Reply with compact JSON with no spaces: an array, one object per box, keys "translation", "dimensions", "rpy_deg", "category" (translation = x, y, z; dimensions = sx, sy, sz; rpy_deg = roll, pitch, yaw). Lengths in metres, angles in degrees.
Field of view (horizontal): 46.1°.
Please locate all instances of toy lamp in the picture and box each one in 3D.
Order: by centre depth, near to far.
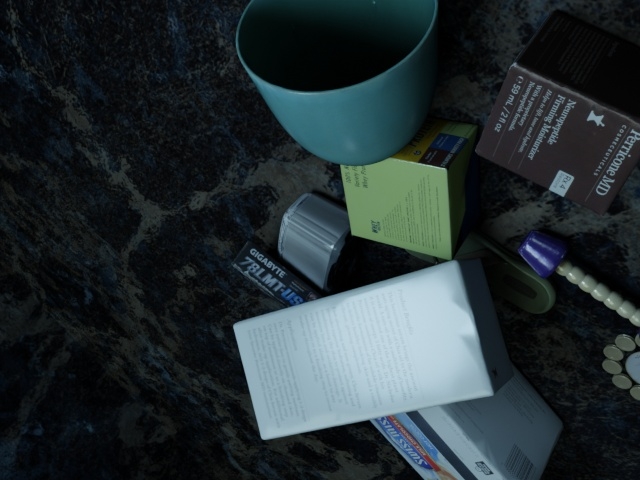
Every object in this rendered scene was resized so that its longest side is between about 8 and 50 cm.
[{"translation":[0.466,0.076,1.288],"dimensions":[0.275,0.080,0.080],"rpy_deg":[34,142,4],"category":"toy lamp"}]

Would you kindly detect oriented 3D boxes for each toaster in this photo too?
[{"translation":[0.000,0.000,1.562],"dimensions":[0.146,0.129,0.227],"rpy_deg":[31,144,16],"category":"toaster"}]

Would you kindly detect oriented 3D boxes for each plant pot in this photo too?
[{"translation":[0.048,-0.255,1.157],"dimensions":[0.293,0.293,0.235],"rpy_deg":[18,154,26],"category":"plant pot"}]

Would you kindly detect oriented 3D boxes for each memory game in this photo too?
[{"translation":[0.610,0.237,1.376],"dimensions":[0.186,0.012,0.186],"rpy_deg":[23,140,22],"category":"memory game"}]

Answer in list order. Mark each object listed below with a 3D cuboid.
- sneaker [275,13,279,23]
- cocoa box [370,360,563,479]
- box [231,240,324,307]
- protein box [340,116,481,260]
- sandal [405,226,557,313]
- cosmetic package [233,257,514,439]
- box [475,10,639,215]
[{"translation":[-0.067,-0.434,1.195],"dimensions":[0.083,0.118,0.222],"rpy_deg":[13,135,31],"category":"sneaker"},{"translation":[0.291,0.363,1.589],"dimensions":[0.347,0.231,0.228],"rpy_deg":[49,142,-10],"category":"cocoa box"},{"translation":[-0.048,0.132,1.673],"dimensions":[0.296,0.073,0.293],"rpy_deg":[36,174,7],"category":"box"},{"translation":[0.160,-0.101,1.319],"dimensions":[0.201,0.136,0.199],"rpy_deg":[15,136,29],"category":"protein box"},{"translation":[0.291,0.053,1.401],"dimensions":[0.303,0.086,0.120],"rpy_deg":[27,140,17],"category":"sandal"},{"translation":[0.089,0.199,1.368],"dimensions":[0.453,0.161,0.230],"rpy_deg":[-17,83,26],"category":"cosmetic package"},{"translation":[0.358,-0.180,1.049],"dimensions":[0.203,0.167,0.168],"rpy_deg":[29,141,14],"category":"box"}]
